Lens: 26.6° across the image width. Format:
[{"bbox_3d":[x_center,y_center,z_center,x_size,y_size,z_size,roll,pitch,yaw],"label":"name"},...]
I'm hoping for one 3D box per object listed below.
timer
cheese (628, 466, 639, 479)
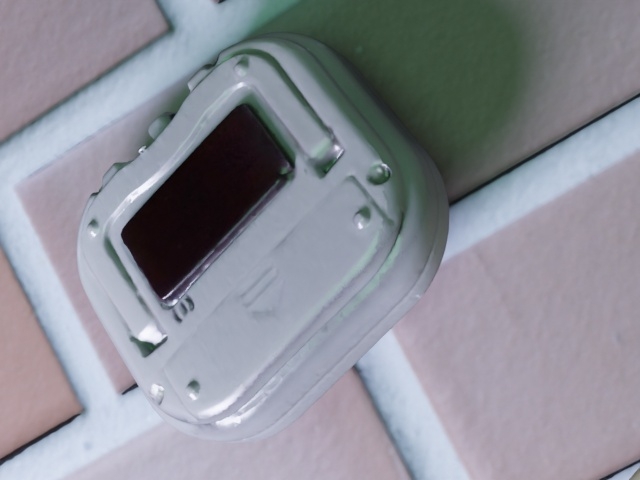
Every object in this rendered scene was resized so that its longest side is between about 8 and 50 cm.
[{"bbox_3d":[-0.052,-0.004,0.937,0.262,0.087,0.237,-45,60,15],"label":"timer"},{"bbox_3d":[0.274,0.244,0.810,0.266,0.127,0.233,37,110,41],"label":"cheese"}]
